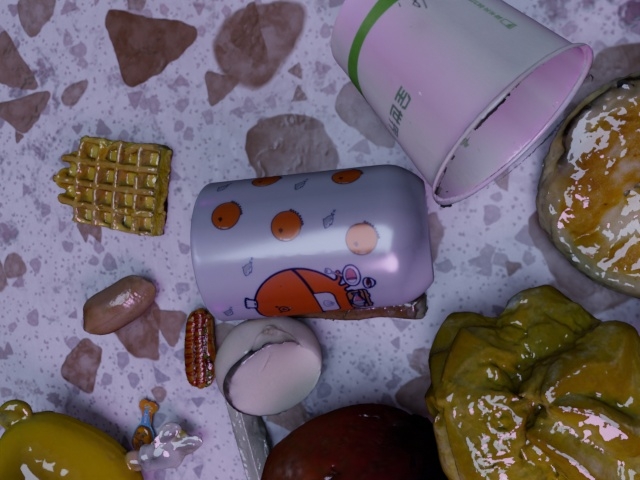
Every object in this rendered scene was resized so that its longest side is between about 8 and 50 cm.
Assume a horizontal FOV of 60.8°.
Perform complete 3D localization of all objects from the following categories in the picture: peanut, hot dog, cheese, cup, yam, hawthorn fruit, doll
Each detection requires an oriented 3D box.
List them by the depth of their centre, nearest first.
[{"bbox_3d":[0.163,-0.222,0.724,0.253,0.253,0.274,-45,69,12],"label":"cup"},{"bbox_3d":[0.062,0.378,0.786,0.316,0.316,0.316,1,95,13],"label":"hawthorn fruit"},{"bbox_3d":[0.000,0.000,0.803,0.317,0.212,0.212,-7,93,12],"label":"cup"},{"bbox_3d":[0.050,0.104,0.878,0.241,0.057,0.057,-2,94,12],"label":"yam"},{"bbox_3d":[-0.210,0.188,0.952,0.062,0.038,0.144,2,95,13],"label":"hot dog"},{"bbox_3d":[-0.378,0.475,0.955,0.348,0.161,0.423,0,97,-4],"label":"doll"},{"bbox_3d":[-0.355,0.113,0.962,0.152,0.076,0.076,-32,87,8],"label":"peanut"},{"bbox_3d":[-0.322,0.345,1.001,0.047,0.017,0.111,11,96,9],"label":"cheese"}]

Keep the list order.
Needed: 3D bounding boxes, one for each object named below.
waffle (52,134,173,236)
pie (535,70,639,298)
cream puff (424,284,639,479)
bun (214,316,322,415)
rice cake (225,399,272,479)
[{"bbox_3d":[-0.371,-0.101,0.957,0.211,0.055,0.160,11,97,13],"label":"waffle"},{"bbox_3d":[0.476,-0.071,0.759,0.339,0.077,0.339,1,100,8],"label":"pie"},{"bbox_3d":[0.291,0.230,0.696,0.270,0.274,0.323,-19,84,-29],"label":"cream puff"},{"bbox_3d":[-0.087,0.190,0.879,0.173,0.120,0.173,-11,123,-17],"label":"bun"},{"bbox_3d":[-0.119,0.333,0.938,0.057,0.052,0.256,-16,91,-17],"label":"rice cake"}]
